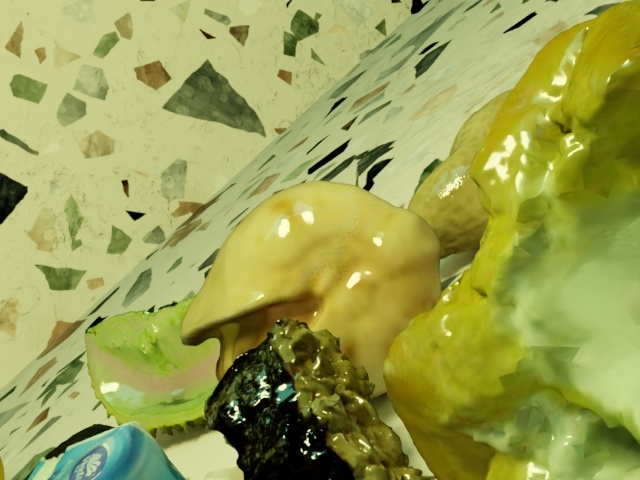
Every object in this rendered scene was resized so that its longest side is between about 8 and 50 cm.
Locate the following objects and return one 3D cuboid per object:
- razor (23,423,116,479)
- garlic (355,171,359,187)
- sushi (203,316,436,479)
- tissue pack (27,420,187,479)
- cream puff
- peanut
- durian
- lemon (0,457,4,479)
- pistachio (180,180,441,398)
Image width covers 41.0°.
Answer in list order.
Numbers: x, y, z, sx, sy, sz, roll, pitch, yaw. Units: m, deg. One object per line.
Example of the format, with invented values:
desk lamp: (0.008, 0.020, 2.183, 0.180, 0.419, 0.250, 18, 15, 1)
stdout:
razor: (-0.306, 0.334, 1.015, 0.189, 0.107, 0.327, -38, 15, -2)
garlic: (0.011, 0.004, 1.180, 0.198, 0.129, 0.090, -29, 2, 41)
sushi: (-0.010, 0.153, 0.676, 0.115, 0.147, 0.212, -49, 43, 15)
tissue pack: (-0.170, 0.302, 0.624, 0.146, 0.198, 0.263, -27, 20, 29)
cream puff: (0.190, 0.054, 0.406, 0.274, 0.323, 0.270, -10, -23, -36)
peanut: (0.196, -0.075, 1.006, 0.253, 0.122, 0.137, -50, 18, -22)
durian: (-0.181, 0.151, 1.129, 0.355, 0.169, 0.157, -26, 17, 30)
lemon: (-0.621, 0.399, 1.330, 0.288, 0.233, 0.233, -43, 14, 12)
pistachio: (-0.012, 0.068, 0.889, 0.321, 0.229, 0.238, -37, -12, 37)
